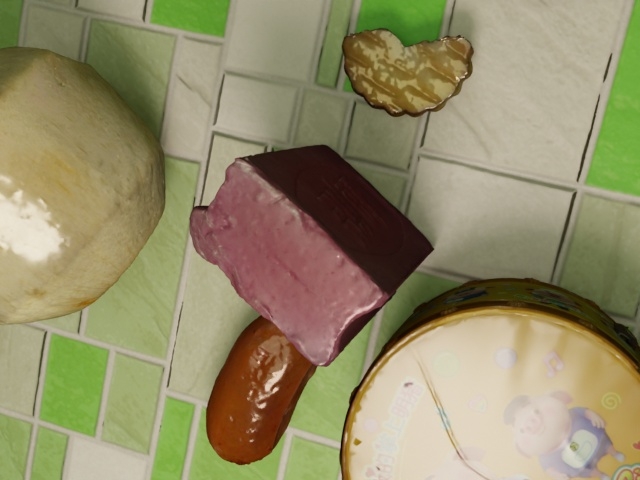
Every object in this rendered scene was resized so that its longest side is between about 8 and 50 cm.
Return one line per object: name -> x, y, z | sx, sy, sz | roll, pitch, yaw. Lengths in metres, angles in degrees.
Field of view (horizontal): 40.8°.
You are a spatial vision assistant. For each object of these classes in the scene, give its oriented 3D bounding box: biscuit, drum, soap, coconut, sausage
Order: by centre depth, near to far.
soap -> 0.000, 0.000, 1.082 | 0.233, 0.359, 0.128 | 43, 107, 6
drum -> 0.248, 0.263, 1.135 | 0.431, 0.214, 0.431 | 2, 98, 14
biscuit -> 0.115, -0.228, 1.176 | 0.183, 0.061, 0.118 | 11, 102, 15
coconut -> -0.434, -0.093, 1.193 | 0.415, 0.344, 0.415 | -4, 108, -11
sausage -> -0.087, 0.210, 1.260 | 0.133, 0.133, 0.258 | 29, 105, 9
